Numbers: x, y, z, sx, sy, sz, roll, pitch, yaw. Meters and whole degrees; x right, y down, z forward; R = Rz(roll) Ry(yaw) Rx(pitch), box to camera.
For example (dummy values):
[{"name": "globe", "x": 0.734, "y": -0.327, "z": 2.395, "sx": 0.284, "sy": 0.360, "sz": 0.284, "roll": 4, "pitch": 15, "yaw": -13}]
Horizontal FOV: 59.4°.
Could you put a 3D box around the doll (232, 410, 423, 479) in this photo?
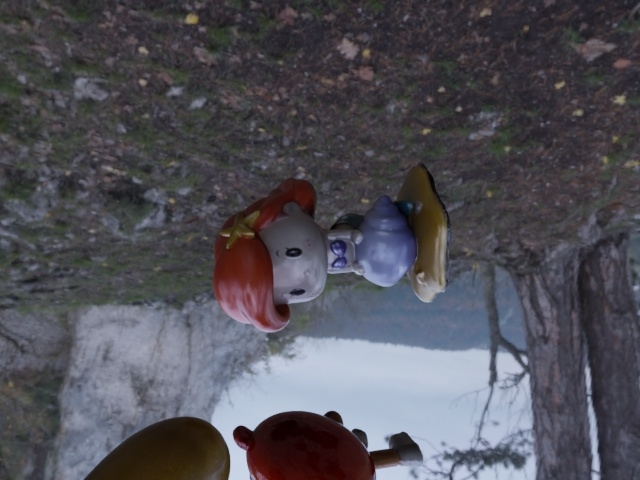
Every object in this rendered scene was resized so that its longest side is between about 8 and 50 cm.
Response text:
[{"name": "doll", "x": 0.014, "y": 0.236, "z": 0.567, "sx": 0.217, "sy": 0.085, "sz": 0.183, "roll": 14, "pitch": -166, "yaw": -14}]

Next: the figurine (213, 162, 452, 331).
[{"name": "figurine", "x": 0.001, "y": 0.009, "z": 0.668, "sx": 0.256, "sy": 0.208, "sz": 0.181, "roll": -6, "pitch": 144, "yaw": -10}]

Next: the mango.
[{"name": "mango", "x": -0.144, "y": 0.206, "z": 0.408, "sx": 0.084, "sy": 0.184, "sz": 0.102, "roll": 30, "pitch": 143, "yaw": 34}]
